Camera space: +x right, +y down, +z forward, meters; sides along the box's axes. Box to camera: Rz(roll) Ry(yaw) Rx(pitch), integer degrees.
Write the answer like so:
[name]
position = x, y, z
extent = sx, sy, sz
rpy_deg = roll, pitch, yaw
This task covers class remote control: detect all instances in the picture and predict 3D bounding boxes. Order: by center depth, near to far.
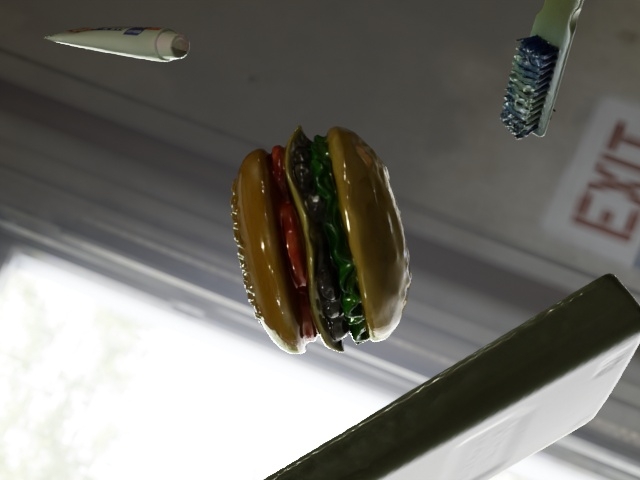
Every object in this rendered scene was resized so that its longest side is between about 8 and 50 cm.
[remote control]
position = 0.022, 0.109, 0.794
extent = 0.285, 0.038, 0.123
rpy_deg = -27, -22, -18

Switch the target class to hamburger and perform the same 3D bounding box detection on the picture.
[hamburger]
position = 0.000, 0.000, 1.180
extent = 0.162, 0.115, 0.162
rpy_deg = 168, 90, -89

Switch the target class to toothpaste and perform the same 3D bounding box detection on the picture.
[toothpaste]
position = -0.206, -0.204, 1.745
extent = 0.052, 0.218, 0.033
rpy_deg = -19, -70, -36

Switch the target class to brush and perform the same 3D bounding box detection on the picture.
[brush]
position = 0.149, -0.142, 1.120
extent = 0.030, 0.033, 0.178
rpy_deg = -20, -40, -30
